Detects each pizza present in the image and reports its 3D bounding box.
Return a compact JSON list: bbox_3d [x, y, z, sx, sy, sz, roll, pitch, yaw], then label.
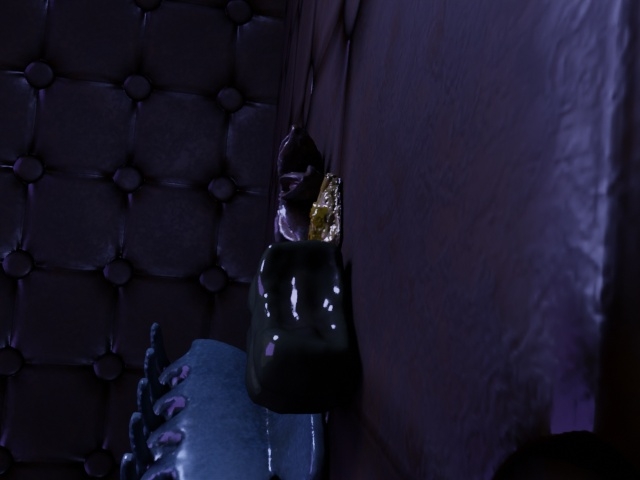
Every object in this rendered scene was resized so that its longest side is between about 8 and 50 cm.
[{"bbox_3d":[-0.001,0.000,0.650,0.099,0.035,0.160,-101,18,-62],"label":"pizza"}]

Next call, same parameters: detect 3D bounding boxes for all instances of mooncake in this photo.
[{"bbox_3d":[-0.021,0.086,0.528,0.175,0.104,0.169,-129,50,-73],"label":"mooncake"}]

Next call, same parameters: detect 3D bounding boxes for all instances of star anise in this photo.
[{"bbox_3d":[-0.031,-0.075,0.777,0.197,0.073,0.213,125,147,-80],"label":"star anise"}]

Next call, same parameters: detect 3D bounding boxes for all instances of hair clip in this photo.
[{"bbox_3d":[-0.133,0.273,0.719,0.318,0.238,0.393,-104,21,-59],"label":"hair clip"}]
